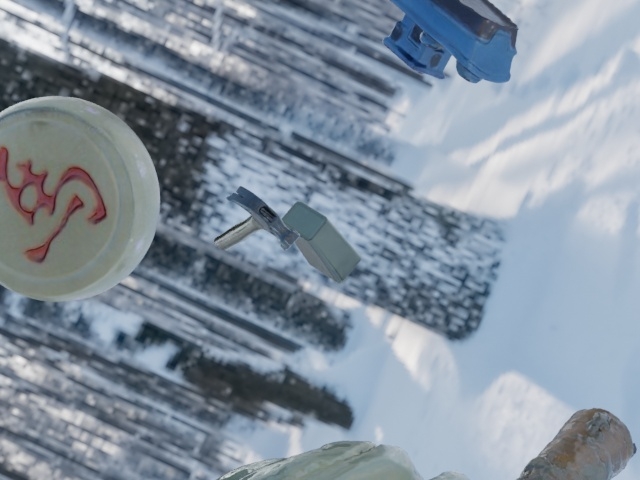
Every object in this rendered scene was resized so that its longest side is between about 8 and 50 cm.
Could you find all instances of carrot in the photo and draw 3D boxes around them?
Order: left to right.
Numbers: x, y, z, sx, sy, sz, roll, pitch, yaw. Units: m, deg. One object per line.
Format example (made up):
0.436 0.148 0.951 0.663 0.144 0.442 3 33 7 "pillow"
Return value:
0.286 0.292 1.534 0.263 0.102 0.102 -25 -31 -48 "carrot"

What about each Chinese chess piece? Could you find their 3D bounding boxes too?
-0.341 -0.052 1.636 0.273 0.273 0.102 -65 -7 12 "Chinese chess piece"

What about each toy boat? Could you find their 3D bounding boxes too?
0.108 -0.216 1.249 0.223 0.100 0.097 50 119 42 "toy boat"

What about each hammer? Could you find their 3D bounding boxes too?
-0.067 -0.010 1.070 0.017 0.062 0.182 -47 8 -17 "hammer"

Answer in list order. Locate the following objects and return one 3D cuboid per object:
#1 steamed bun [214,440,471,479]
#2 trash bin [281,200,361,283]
0.014 0.357 1.084 0.247 0.339 0.352 -40 -64 -82 "steamed bun"
0.000 0.000 1.454 0.043 0.061 0.092 -49 -39 -11 "trash bin"
